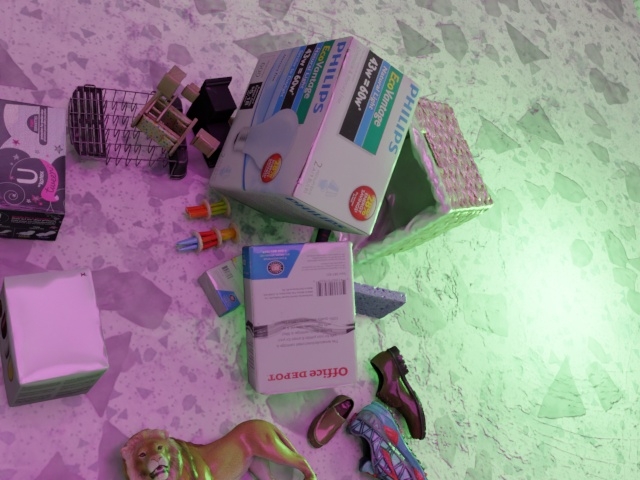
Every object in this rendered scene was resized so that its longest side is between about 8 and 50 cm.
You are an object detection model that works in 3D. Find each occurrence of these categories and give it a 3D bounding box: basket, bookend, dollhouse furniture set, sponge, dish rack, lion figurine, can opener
[{"bbox_3d":[0.195,-0.148,1.683,0.266,0.331,0.328,-4,69,-50],"label":"basket"},{"bbox_3d":[-0.243,-0.283,1.619,0.072,0.157,0.156,-17,76,-34],"label":"bookend"},{"bbox_3d":[-0.299,-0.260,1.485,0.182,0.161,0.101,37,51,-14],"label":"dollhouse furniture set"},{"bbox_3d":[0.090,0.140,1.632,0.210,0.117,0.031,15,59,-23],"label":"sponge"},{"bbox_3d":[-0.439,-0.254,1.550,0.271,0.074,0.208,1,66,-27],"label":"dish rack"},{"bbox_3d":[-0.192,0.445,1.339,0.392,0.142,0.240,-10,65,-47],"label":"lion figurine"},{"bbox_3d":[0.000,0.000,1.683,0.073,0.059,0.186,32,56,-12],"label":"can opener"}]

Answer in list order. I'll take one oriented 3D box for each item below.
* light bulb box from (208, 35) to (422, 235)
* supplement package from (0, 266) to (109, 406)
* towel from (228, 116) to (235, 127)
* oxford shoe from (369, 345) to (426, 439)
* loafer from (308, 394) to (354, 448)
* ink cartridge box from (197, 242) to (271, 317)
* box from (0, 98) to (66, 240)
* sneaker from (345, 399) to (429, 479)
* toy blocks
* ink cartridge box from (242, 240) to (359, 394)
[{"bbox_3d":[-0.020,-0.226,1.501,0.225,0.361,0.358,25,81,-36],"label":"light bulb box"},{"bbox_3d":[-0.496,0.179,1.229,0.149,0.203,0.194,-6,70,-32],"label":"supplement package"},{"bbox_3d":[-0.178,-0.242,1.698,0.110,0.027,0.148,-4,71,-56],"label":"towel"},{"bbox_3d":[0.181,0.376,1.609,0.096,0.083,0.227,-21,78,-15],"label":"oxford shoe"},{"bbox_3d":[0.026,0.402,1.514,0.056,0.050,0.148,43,54,-5],"label":"loafer"},{"bbox_3d":[-0.174,0.088,1.541,0.181,0.061,0.104,-26,82,-35],"label":"ink cartridge box"},{"bbox_3d":[-0.603,-0.142,1.357,0.163,0.142,0.247,4,66,-28],"label":"box"},{"bbox_3d":[0.146,0.504,1.523,0.125,0.104,0.262,-27,78,-18],"label":"sneaker"},{"bbox_3d":[-0.271,-0.035,1.549,0.148,0.054,0.123,-14,76,-33],"label":"toy blocks"},{"bbox_3d":[-0.047,0.159,1.455,0.223,0.129,0.308,-3,90,-16],"label":"ink cartridge box"}]
